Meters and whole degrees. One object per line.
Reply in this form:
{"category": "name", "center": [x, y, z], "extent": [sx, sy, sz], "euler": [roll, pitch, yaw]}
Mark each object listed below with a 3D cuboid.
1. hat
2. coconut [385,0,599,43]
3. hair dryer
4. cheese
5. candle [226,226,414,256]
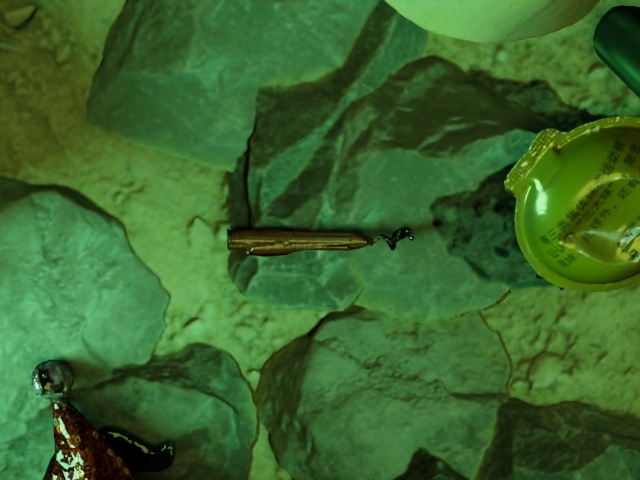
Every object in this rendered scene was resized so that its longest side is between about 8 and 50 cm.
{"category": "hat", "center": [-0.222, 0.219, 1.274], "extent": [0.140, 0.129, 0.227], "euler": [-17, 98, 26]}
{"category": "coconut", "center": [0.140, -0.269, 1.012], "extent": [0.239, 0.244, 0.239], "euler": [2, 75, -9]}
{"category": "hair dryer", "center": [0.323, -0.130, 1.179], "extent": [0.197, 0.100, 0.057], "euler": [23, 115, -35]}
{"category": "cheese", "center": [0.284, -0.014, 1.224], "extent": [0.270, 0.069, 0.177], "euler": [27, 110, -20]}
{"category": "candle", "center": [0.000, 0.001, 1.228], "extent": [0.167, 0.021, 0.026], "euler": [0, 94, -5]}
